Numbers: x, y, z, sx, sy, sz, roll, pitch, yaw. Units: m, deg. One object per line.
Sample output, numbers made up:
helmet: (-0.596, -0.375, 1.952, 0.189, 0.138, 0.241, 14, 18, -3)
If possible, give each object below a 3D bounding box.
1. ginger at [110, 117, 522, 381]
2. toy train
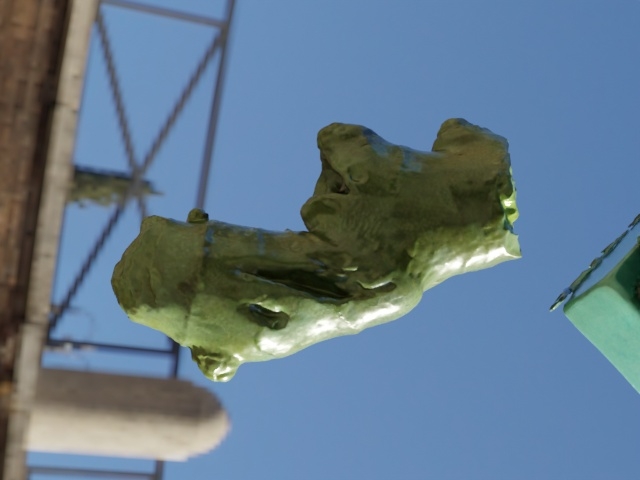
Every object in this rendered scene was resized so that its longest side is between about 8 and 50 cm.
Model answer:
ginger: (0.005, -0.001, 1.136, 0.137, 0.290, 0.089, 64, -7, -10)
toy train: (0.244, 0.003, 0.993, 0.112, 0.203, 0.163, 48, -29, 4)
